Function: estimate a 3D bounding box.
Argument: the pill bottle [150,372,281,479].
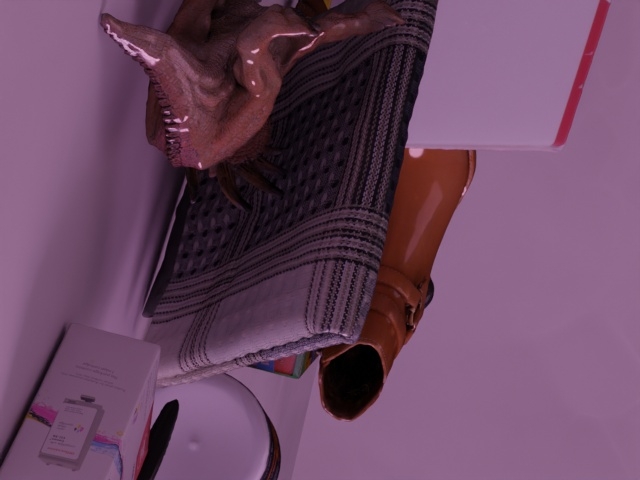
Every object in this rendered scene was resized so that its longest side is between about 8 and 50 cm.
[{"bbox_3d":[-0.102,0.190,1.543,0.245,0.130,0.130,83,22,-79],"label":"pill bottle"}]

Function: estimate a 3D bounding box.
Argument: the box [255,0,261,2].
[{"bbox_3d":[-0.023,-0.363,1.228,0.232,0.058,0.322,-70,174,-46],"label":"box"}]

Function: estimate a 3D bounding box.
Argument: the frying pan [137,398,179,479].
[{"bbox_3d":[-0.170,0.275,1.189,0.197,0.053,0.326,-51,-170,33],"label":"frying pan"}]

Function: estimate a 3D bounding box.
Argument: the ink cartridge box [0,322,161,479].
[{"bbox_3d":[-0.164,0.164,1.101,0.198,0.067,0.115,-70,174,-46],"label":"ink cartridge box"}]

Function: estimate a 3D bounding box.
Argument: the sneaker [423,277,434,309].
[{"bbox_3d":[0.051,-0.003,1.783,0.132,0.229,0.086,-35,-147,47],"label":"sneaker"}]

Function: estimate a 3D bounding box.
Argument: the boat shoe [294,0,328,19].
[{"bbox_3d":[0.013,-0.199,1.798,0.104,0.111,0.307,-49,155,-70],"label":"boat shoe"}]

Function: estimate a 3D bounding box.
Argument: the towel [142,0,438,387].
[{"bbox_3d":[-0.037,-0.046,1.311,0.324,0.056,0.312,-21,-130,57],"label":"towel"}]

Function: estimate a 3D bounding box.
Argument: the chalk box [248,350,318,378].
[{"bbox_3d":[-0.059,0.044,1.589,0.213,0.132,0.132,-42,146,-82],"label":"chalk box"}]

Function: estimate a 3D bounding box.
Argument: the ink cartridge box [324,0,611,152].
[{"bbox_3d":[0.104,-0.294,1.445,0.384,0.160,0.279,-112,-154,-49],"label":"ink cartridge box"}]

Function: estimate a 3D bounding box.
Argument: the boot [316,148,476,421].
[{"bbox_3d":[0.057,0.013,1.600,0.283,0.109,0.220,107,5,-46],"label":"boot"}]

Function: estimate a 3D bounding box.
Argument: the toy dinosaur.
[{"bbox_3d":[-0.070,-0.098,1.160,0.200,0.127,0.296,-55,171,21],"label":"toy dinosaur"}]
